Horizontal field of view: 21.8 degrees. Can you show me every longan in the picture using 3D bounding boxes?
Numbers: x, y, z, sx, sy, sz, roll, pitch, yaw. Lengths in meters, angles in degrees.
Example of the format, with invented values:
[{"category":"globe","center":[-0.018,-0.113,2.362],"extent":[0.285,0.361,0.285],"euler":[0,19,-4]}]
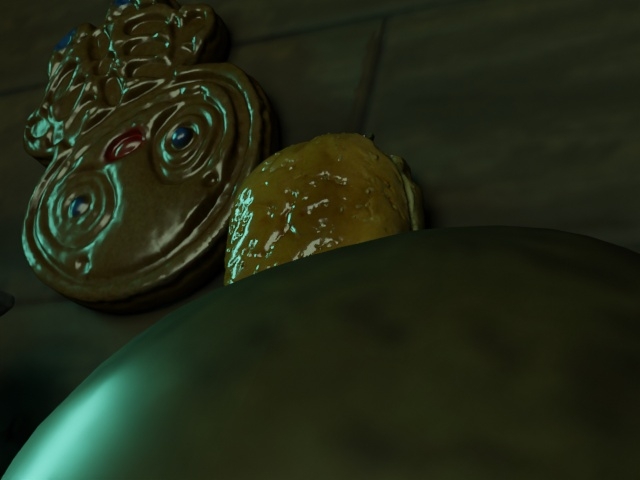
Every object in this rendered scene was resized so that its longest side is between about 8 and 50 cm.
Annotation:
[{"category":"longan","center":[0.018,0.120,0.392],"extent":[0.246,0.215,0.246],"euler":[-6,83,48]}]

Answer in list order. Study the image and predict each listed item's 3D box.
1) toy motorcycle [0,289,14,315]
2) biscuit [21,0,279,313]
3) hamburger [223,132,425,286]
[{"category":"toy motorcycle","center":[-0.195,0.045,0.691],"extent":[0.215,0.080,0.122],"euler":[-8,62,45]},{"category":"biscuit","center":[-0.080,-0.043,0.706],"extent":[0.124,0.026,0.175],"euler":[-34,46,13]},{"category":"hamburger","center":[0.000,0.000,0.603],"extent":[0.076,0.044,0.083],"euler":[-24,51,23]}]
